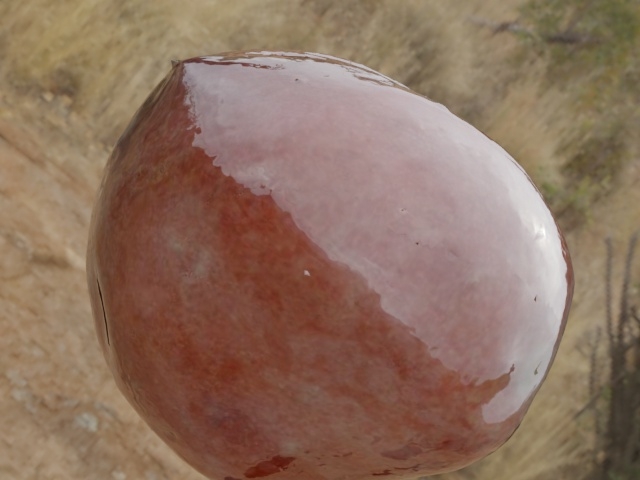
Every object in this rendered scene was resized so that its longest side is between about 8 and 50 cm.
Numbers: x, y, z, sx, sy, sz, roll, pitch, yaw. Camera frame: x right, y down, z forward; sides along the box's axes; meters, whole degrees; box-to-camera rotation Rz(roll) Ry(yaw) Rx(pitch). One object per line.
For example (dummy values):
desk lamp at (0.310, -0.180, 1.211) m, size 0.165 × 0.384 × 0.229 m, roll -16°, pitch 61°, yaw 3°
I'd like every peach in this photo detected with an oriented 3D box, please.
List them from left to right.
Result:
peach at (0.000, 0.000, 0.368) m, size 0.152 × 0.152 × 0.152 m, roll 39°, pitch 16°, yaw -14°
